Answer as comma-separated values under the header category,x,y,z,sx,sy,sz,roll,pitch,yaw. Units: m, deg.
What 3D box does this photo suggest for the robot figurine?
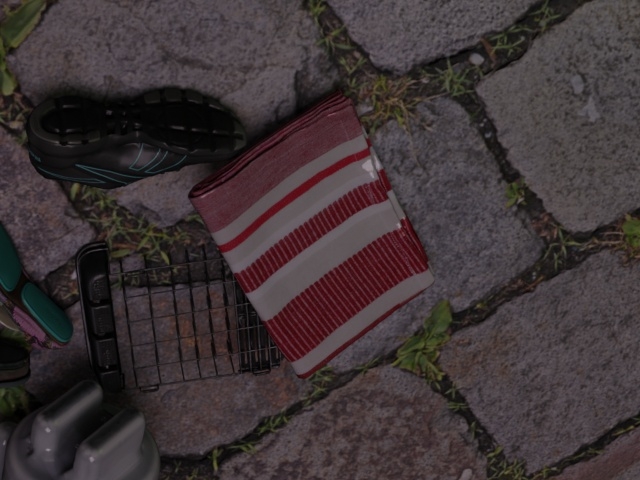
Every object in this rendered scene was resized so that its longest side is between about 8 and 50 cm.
category,x,y,z,sx,sy,sz,roll,pitch,yaw
robot figurine,-0.325,0.352,1.859,0.300,0.200,0.353,31,129,22

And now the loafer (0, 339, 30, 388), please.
category,x,y,z,sx,sy,sz,roll,pitch,yaw
loafer,-0.497,0.128,1.777,0.267,0.096,0.084,9,111,-14

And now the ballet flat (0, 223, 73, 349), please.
category,x,y,z,sx,sy,sz,roll,pitch,yaw
ballet flat,-0.399,0.061,1.775,0.079,0.077,0.221,-18,123,22

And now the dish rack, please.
category,x,y,z,sx,sy,sz,roll,pitch,yaw
dish rack,-0.173,0.096,1.836,0.271,0.074,0.208,-8,121,-9

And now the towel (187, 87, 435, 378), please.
category,x,y,z,sx,sy,sz,roll,pitch,yaw
towel,0.000,0.000,1.790,0.237,0.037,0.329,-36,124,-11

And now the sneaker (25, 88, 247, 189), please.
category,x,y,z,sx,sy,sz,roll,pitch,yaw
sneaker,-0.224,-0.120,1.706,0.267,0.101,0.106,1,144,-16
